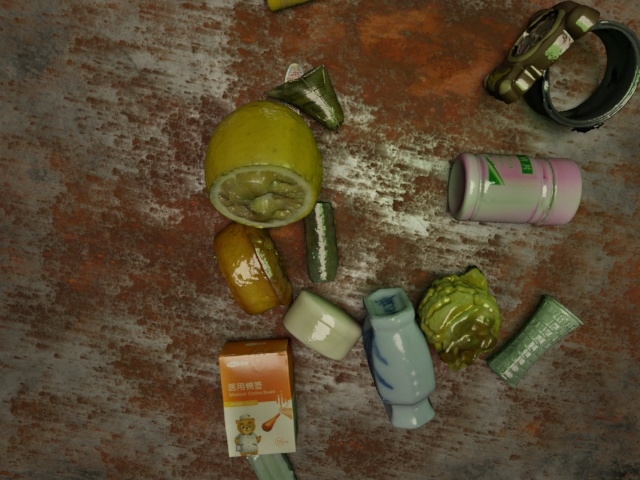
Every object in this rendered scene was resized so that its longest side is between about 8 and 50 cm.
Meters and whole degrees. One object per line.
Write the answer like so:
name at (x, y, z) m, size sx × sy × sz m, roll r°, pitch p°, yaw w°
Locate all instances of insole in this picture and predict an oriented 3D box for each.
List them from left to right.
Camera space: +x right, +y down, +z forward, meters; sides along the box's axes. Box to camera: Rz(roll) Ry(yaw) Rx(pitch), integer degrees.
insole at (-0.085, -0.462, 1.461) m, size 0.065 × 0.006 × 0.193 m, roll 7°, pitch 96°, yaw 0°

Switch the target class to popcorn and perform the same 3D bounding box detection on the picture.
popcorn at (0.430, 0.251, 1.418) m, size 0.293 × 0.237 × 0.293 m, roll -5°, pitch 111°, yaw -14°

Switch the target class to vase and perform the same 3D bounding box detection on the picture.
vase at (0.676, 0.327, 1.479) m, size 0.143 × 0.143 × 0.299 m, roll 39°, pitch 97°, yaw -4°

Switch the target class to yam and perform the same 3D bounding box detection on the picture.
yam at (0.000, 0.000, 1.462) m, size 0.106 × 0.106 × 0.259 m, roll -5°, pitch 96°, yaw 1°

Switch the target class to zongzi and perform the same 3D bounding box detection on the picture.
zongzi at (-0.044, -0.403, 1.419) m, size 0.204 × 0.094 × 0.205 m, roll -23°, pitch 96°, yaw -2°

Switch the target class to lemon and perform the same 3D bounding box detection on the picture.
lemon at (-0.161, -0.235, 1.335) m, size 0.364 × 0.364 × 0.364 m, roll 0°, pitch 96°, yaw 0°

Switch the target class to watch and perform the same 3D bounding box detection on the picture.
watch at (0.714, -0.478, 1.348) m, size 0.327 × 0.314 × 0.335 m, roll 35°, pitch 110°, yaw -14°

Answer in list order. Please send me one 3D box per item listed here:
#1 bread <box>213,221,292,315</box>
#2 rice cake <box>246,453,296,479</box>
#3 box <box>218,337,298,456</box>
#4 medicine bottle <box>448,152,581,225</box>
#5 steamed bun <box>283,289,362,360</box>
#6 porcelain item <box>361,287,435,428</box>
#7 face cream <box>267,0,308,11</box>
bread at (-0.215, 0.085, 1.434) m, size 0.194 × 0.179 × 0.340 m, roll -22°, pitch 95°, yaw 3°
rice cake at (-0.151, 0.790, 1.562) m, size 0.127 × 0.043 × 0.237 m, roll -24°, pitch 103°, yaw 5°
box at (-0.195, 0.498, 1.498) m, size 0.225 × 0.143 × 0.341 m, roll -4°, pitch 95°, yaw 0°
medicine bottle at (0.569, -0.154, 1.387) m, size 0.325 × 0.212 × 0.212 m, roll 3°, pitch 96°, yaw 1°
steamed bun at (0.010, 0.270, 1.460) m, size 0.241 × 0.164 × 0.146 m, roll 33°, pitch 94°, yaw -3°
porcelain item at (0.233, 0.357, 1.401) m, size 0.178 × 0.242 × 0.405 m, roll -16°, pitch 112°, yaw -1°
face cream at (-0.031, -0.768, 1.392) m, size 0.273 × 0.078 × 0.078 m, roll -15°, pitch 96°, yaw 2°
